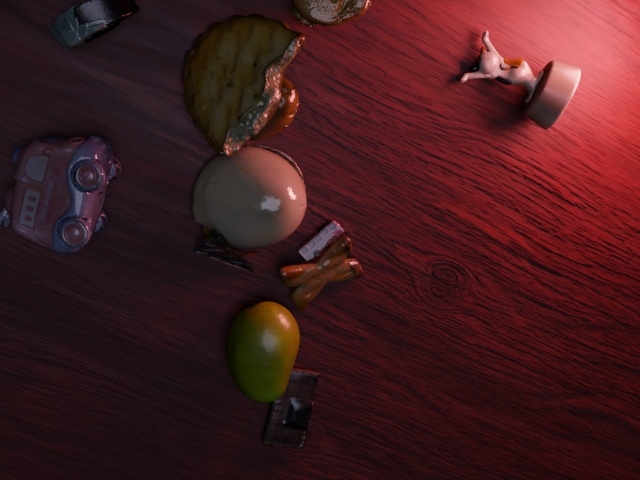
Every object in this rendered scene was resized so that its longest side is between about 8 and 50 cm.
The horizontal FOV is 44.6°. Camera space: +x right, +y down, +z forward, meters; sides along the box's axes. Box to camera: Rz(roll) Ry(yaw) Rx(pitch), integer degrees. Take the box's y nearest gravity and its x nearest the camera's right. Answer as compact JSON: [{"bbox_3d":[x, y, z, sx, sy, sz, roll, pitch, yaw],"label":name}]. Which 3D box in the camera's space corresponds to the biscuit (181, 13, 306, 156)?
[{"bbox_3d":[-0.171,-0.379,1.818,0.335,0.078,0.329,-21,76,22],"label":"biscuit"}]

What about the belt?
[{"bbox_3d":[-0.510,-0.501,1.762,0.198,0.151,0.078,-29,108,-2],"label":"belt"}]

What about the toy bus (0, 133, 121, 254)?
[{"bbox_3d":[-0.612,-0.120,1.820,0.232,0.197,0.294,16,101,-5],"label":"toy bus"}]

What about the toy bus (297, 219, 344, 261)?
[{"bbox_3d":[0.000,0.000,2.054,0.131,0.037,0.052,-41,103,1],"label":"toy bus"}]

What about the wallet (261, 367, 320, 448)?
[{"bbox_3d":[-0.081,0.460,2.145,0.124,0.042,0.230,10,99,-12],"label":"wallet"}]

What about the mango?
[{"bbox_3d":[-0.157,0.290,2.031,0.185,0.149,0.273,14,103,-8],"label":"mango"}]

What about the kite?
[{"bbox_3d":[-0.237,0.030,1.979,0.189,0.232,0.009,1,62,22],"label":"kite"}]

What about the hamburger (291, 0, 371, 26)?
[{"bbox_3d":[0.020,-0.606,1.868,0.215,0.122,0.189,-27,101,-1],"label":"hamburger"}]

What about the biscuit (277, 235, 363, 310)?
[{"bbox_3d":[0.002,0.084,2.048,0.208,0.047,0.164,-28,132,-4],"label":"biscuit"}]

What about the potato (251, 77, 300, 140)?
[{"bbox_3d":[-0.131,-0.324,1.904,0.176,0.137,0.137,-29,109,17],"label":"potato"}]

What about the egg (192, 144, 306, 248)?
[{"bbox_3d":[-0.170,-0.101,1.922,0.286,0.174,0.264,3,99,-9],"label":"egg"}]

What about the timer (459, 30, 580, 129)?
[{"bbox_3d":[0.511,-0.422,2.020,0.266,0.175,0.175,26,97,0],"label":"timer"}]
